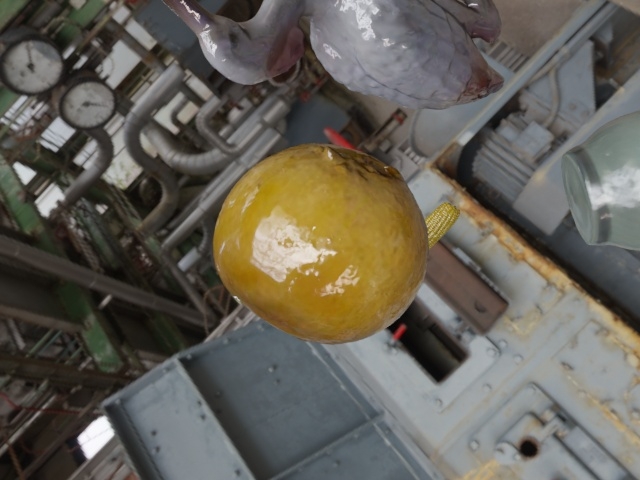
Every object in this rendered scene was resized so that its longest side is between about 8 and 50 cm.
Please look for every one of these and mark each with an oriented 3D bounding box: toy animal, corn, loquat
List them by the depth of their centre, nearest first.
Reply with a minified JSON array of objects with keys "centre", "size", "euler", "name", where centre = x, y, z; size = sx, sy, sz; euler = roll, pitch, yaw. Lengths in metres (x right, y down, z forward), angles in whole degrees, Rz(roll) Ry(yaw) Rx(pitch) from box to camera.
[{"centre":[0.000,0.000,0.400],"size":[0.141,0.141,0.141],"euler":[44,-176,-4],"name":"loquat"},{"centre":[0.036,-0.159,0.436],"size":[0.090,0.324,0.195],"euler":[-5,117,58],"name":"toy animal"},{"centre":[0.154,-0.015,0.836],"size":[0.037,0.092,0.037],"euler":[42,-171,-8],"name":"corn"}]

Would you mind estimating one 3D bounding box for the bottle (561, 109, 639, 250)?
[{"centre":[0.266,-0.056,0.324],"size":[0.096,0.254,0.079],"euler":[0,-105,-78],"name":"bottle"}]
